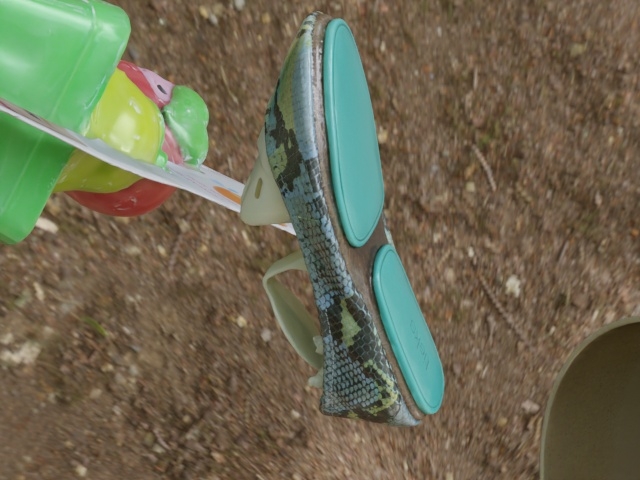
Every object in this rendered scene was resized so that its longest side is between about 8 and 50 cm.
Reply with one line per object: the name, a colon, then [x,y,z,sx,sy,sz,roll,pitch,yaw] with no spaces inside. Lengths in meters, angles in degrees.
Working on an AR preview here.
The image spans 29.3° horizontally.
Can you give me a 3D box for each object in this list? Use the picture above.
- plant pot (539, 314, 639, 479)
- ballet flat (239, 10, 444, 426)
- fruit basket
plant pot: [0.309,0.175,0.814,0.191,0.284,0.284,-8,72,-27]
ballet flat: [0.000,0.000,0.511,0.070,0.070,0.188,-15,112,1]
fruit basket: [-0.177,-0.104,0.828,0.327,0.353,0.165,31,101,38]
